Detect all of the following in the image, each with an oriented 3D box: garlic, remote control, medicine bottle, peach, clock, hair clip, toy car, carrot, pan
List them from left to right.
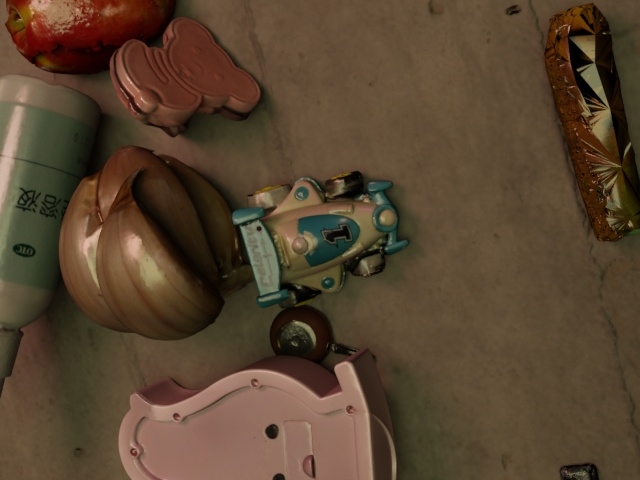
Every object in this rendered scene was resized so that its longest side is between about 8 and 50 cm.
[{"bbox_3d":[-0.312,0.018,0.912,0.110,0.110,0.352,11,83,8],"label":"medicine bottle"},{"bbox_3d":[-0.227,-0.220,0.922,0.172,0.127,0.093,-10,87,-15],"label":"peach"},{"bbox_3d":[-0.175,0.016,0.885,0.160,0.214,0.191,-31,102,21],"label":"garlic"},{"bbox_3d":[-0.136,-0.158,0.893,0.102,0.138,0.123,-41,82,6],"label":"hair clip"},{"bbox_3d":[-0.058,0.265,0.940,0.275,0.080,0.291,-6,93,19],"label":"clock"},{"bbox_3d":[0.000,0.000,0.908,0.161,0.098,0.126,-13,97,12],"label":"toy car"},{"bbox_3d":[0.000,0.109,0.960,0.115,0.023,0.069,16,99,7],"label":"pan"},{"bbox_3d":[0.271,0.277,0.943,0.039,0.014,0.096,-8,95,10],"label":"remote control"},{"bbox_3d":[0.262,-0.106,0.871,0.068,0.069,0.229,-14,96,11],"label":"carrot"}]
